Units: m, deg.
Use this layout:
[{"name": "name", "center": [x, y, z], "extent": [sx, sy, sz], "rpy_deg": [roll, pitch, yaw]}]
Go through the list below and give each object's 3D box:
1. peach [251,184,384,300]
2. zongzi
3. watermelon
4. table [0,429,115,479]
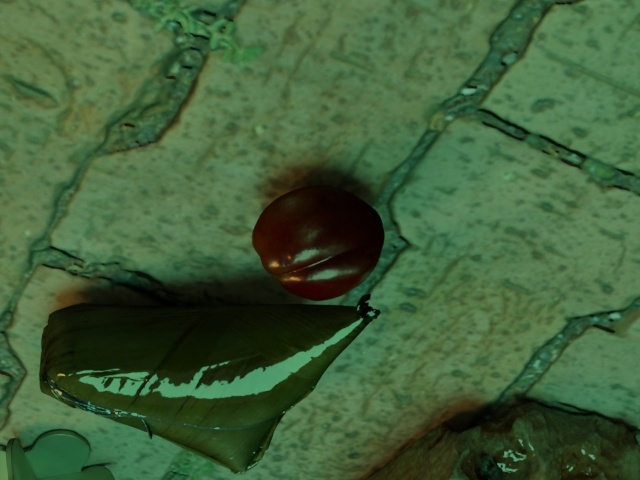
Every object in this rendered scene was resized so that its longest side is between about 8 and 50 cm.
[{"name": "peach", "center": [0.001, -0.001, 1.155], "extent": [0.101, 0.100, 0.100], "rpy_deg": [-2, 134, -2]}, {"name": "zongzi", "center": [-0.104, 0.089, 1.209], "extent": [0.228, 0.115, 0.256], "rpy_deg": [23, 138, -22]}, {"name": "watermelon", "center": [0.160, 0.299, 1.416], "extent": [0.264, 0.151, 0.302], "rpy_deg": [20, 130, -21]}, {"name": "table", "center": [-0.283, 0.311, 1.364], "extent": [0.167, 0.198, 0.166], "rpy_deg": [-2, 134, -2]}]
